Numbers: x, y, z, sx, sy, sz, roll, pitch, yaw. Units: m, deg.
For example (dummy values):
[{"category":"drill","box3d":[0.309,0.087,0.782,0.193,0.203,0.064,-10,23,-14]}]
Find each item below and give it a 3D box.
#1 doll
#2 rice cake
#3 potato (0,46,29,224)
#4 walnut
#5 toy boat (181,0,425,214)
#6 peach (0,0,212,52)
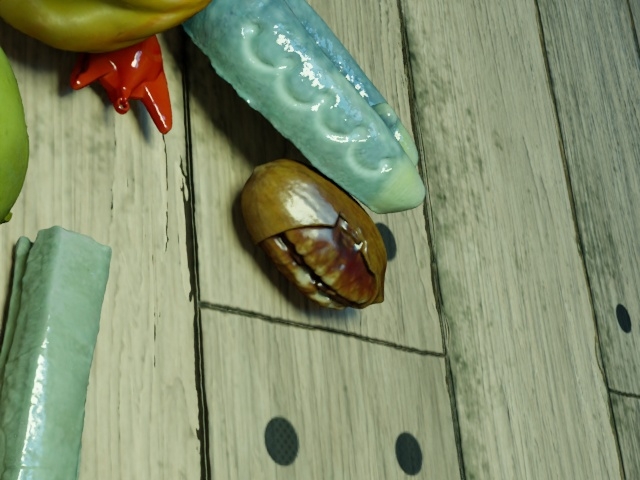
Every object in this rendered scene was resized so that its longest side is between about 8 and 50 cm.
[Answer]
[{"category":"doll","box3d":[-0.180,-0.188,1.005,0.109,0.057,0.169,26,55,-39]},{"category":"rice cake","box3d":[-0.212,0.146,0.799,0.066,0.063,0.336,29,52,-40]},{"category":"potato","box3d":[-0.330,-0.087,0.660,0.304,0.216,0.215,8,66,-36]},{"category":"walnut","box3d":[0.000,0.000,1.091,0.207,0.116,0.115,46,43,-29]},{"category":"toy boat","box3d":[0.001,-0.177,1.103,0.330,0.123,0.215,44,18,-11]},{"category":"peach","box3d":[-0.189,-0.324,0.889,0.289,0.289,0.307,34,54,-36]}]
